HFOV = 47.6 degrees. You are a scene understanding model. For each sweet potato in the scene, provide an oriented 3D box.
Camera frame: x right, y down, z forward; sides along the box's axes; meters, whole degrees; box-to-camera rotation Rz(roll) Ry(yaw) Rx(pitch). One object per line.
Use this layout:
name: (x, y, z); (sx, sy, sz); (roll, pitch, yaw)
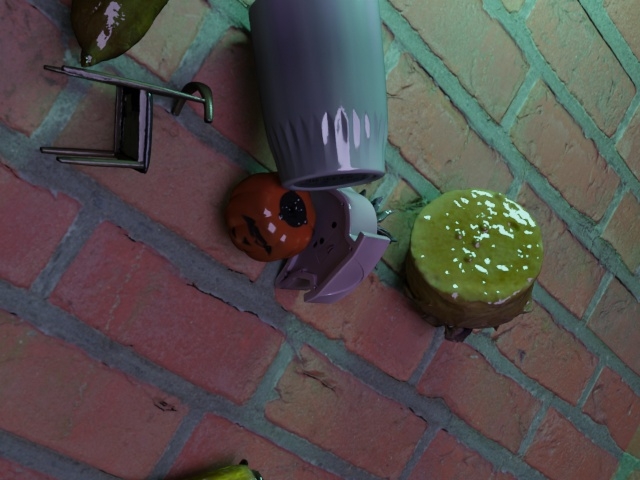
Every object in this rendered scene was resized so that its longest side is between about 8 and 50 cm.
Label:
sweet potato: (-0.330, -0.436, 1.238); (0.158, 0.158, 0.370); (36, 71, -34)

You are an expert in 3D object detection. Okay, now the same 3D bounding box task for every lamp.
lamp: (-0.108, -0.047, 1.488); (0.187, 0.164, 0.188); (15, 70, -45)

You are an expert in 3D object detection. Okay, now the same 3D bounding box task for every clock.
clock: (0.000, 0.000, 1.565); (0.080, 0.275, 0.290); (10, 132, -37)

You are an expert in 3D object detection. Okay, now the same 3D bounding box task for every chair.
chair: (-0.338, -0.210, 1.284); (0.272, 0.188, 0.166); (0, 102, -30)

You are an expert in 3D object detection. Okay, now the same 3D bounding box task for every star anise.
star anise: (0.099, -0.025, 1.683); (0.204, 0.061, 0.181); (8, 85, -39)

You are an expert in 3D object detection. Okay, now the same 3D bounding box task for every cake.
cake: (0.364, 0.078, 1.784); (0.332, 0.332, 0.321); (-41, 157, -19)

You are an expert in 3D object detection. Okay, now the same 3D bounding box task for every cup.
cup: (0.001, -0.292, 1.392); (0.253, 0.253, 0.372); (-3, 86, -33)

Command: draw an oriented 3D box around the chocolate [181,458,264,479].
chocolate: (-0.332, 0.575, 1.485); (0.445, 0.162, 0.162); (-4, 103, -33)
